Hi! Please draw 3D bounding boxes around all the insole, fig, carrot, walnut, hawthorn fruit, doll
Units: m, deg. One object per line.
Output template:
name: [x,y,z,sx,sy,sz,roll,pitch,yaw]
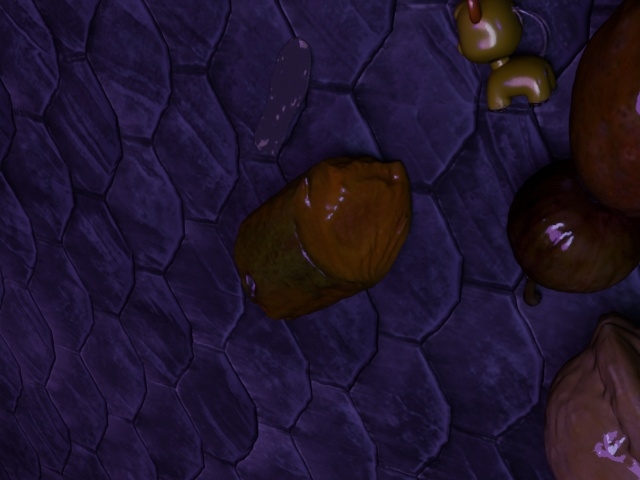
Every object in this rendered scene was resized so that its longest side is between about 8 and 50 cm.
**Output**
insole: [-0.071,-0.270,1.520,0.081,0.011,0.248,35,125,15]
fig: [0.383,0.025,1.277,0.216,0.217,0.321,32,143,15]
carrot: [0.000,0.000,1.463,0.340,0.241,0.242,-31,94,39]
walnut: [0.520,0.311,1.201,0.383,0.383,0.384,14,119,26]
hawthorn fruit: [0.478,-0.179,1.040,0.308,0.308,0.325,-6,130,34]
doll: [0.273,-0.310,1.212,0.135,0.143,0.221,-8,115,36]
